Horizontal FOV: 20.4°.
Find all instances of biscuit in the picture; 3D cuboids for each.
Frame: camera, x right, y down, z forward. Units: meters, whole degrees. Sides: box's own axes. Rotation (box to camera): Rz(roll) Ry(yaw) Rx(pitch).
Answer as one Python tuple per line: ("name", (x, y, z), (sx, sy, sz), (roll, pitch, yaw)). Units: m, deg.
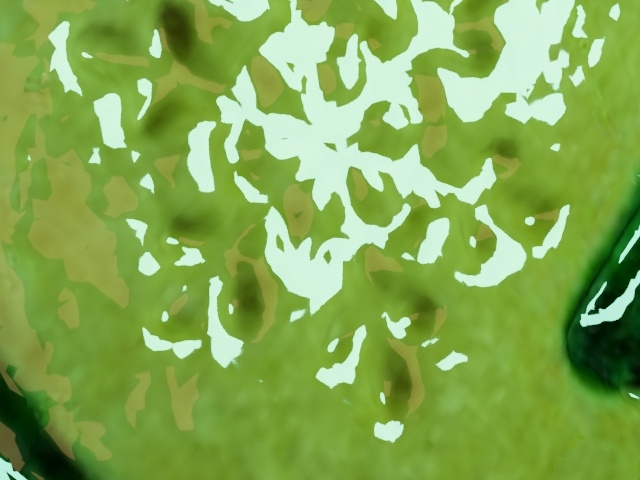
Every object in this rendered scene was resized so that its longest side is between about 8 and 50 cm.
("biscuit", (0.001, 0.000, 0.430), (0.344, 0.057, 0.287), (-48, 112, -24))
